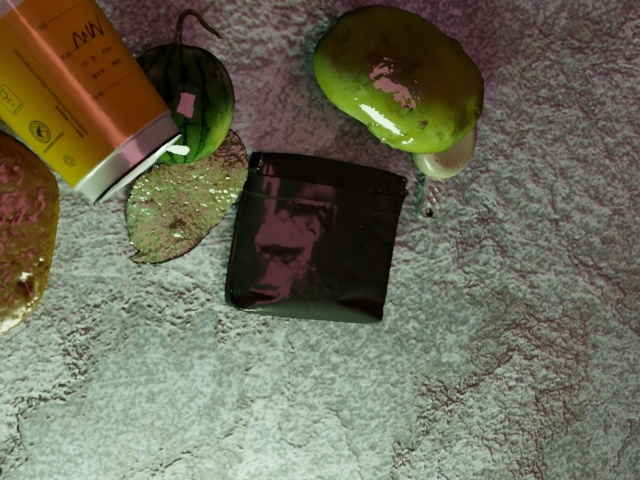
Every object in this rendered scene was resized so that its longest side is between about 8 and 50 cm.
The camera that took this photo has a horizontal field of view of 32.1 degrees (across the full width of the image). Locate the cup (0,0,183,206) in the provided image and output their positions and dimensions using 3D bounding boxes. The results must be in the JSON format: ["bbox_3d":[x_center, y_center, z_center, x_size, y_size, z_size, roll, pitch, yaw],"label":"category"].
[{"bbox_3d":[-0.290,-0.185,1.236,0.196,0.196,0.279,-42,96,-14],"label":"cup"}]

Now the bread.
[{"bbox_3d":[-0.422,-0.012,1.268,0.227,0.142,0.253,15,91,-36],"label":"bread"}]

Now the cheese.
[{"bbox_3d":[0.167,-0.117,1.599,0.092,0.047,0.171,31,86,-27],"label":"cheese"}]

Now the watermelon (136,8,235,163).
[{"bbox_3d":[-0.172,-0.187,1.360,0.141,0.141,0.187,0,100,-27],"label":"watermelon"}]

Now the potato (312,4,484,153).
[{"bbox_3d":[0.109,-0.213,1.476,0.253,0.186,0.148,9,137,-31],"label":"potato"}]

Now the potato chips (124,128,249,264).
[{"bbox_3d":[-0.180,-0.058,1.440,0.142,0.026,0.209,20,95,-24],"label":"potato chips"}]

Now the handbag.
[{"bbox_3d":[0.000,0.000,1.519,0.247,0.080,0.223,8,96,-28],"label":"handbag"}]
